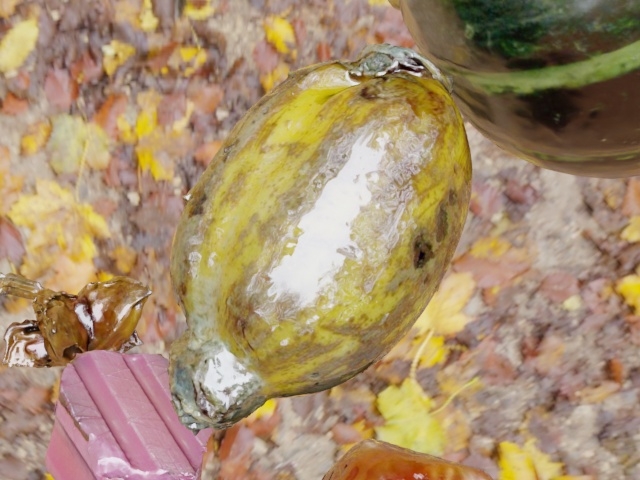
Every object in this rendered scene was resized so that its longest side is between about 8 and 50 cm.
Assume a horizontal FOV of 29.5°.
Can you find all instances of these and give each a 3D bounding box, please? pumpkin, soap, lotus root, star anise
[{"bbox_3d":[0.146,-0.191,0.680,0.241,0.323,0.323,-31,80,14],"label":"pumpkin"},{"bbox_3d":[-0.218,0.236,1.406,0.182,0.289,0.112,2,114,-33],"label":"soap"},{"bbox_3d":[0.000,0.000,0.556,0.120,0.120,0.209,32,74,3],"label":"lotus root"},{"bbox_3d":[-0.409,0.120,1.808,0.346,0.237,0.148,2,81,17],"label":"star anise"}]

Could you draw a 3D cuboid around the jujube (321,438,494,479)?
[{"bbox_3d":[0.019,0.244,0.720,0.190,0.190,0.255,18,87,-1],"label":"jujube"}]
